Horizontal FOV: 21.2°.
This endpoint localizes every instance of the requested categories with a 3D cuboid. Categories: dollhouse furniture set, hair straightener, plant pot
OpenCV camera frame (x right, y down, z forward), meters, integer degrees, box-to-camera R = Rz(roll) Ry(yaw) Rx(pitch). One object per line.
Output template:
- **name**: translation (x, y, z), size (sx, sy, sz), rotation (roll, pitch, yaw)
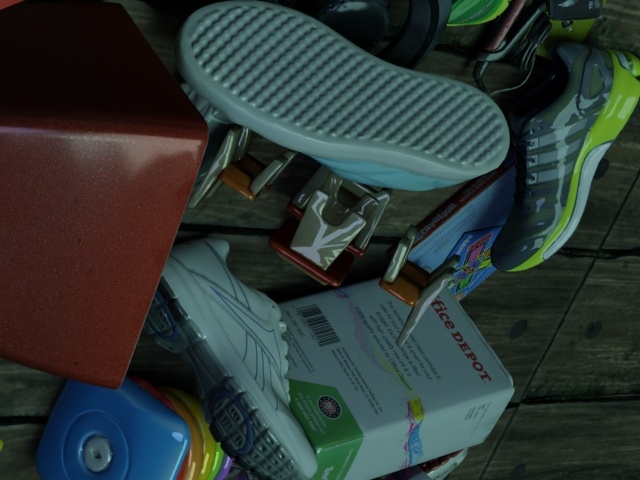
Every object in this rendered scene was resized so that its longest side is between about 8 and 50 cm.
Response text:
- **dollhouse furniture set**: translation (0.000, 0.000, 1.781), size (0.135, 0.262, 0.259), rotation (-57, 179, 13)
- **hair straightener**: translation (0.251, -0.250, 1.933), size (0.089, 0.047, 0.230), rotation (26, 99, -24)
- **plant pot**: translation (-0.282, -0.056, 1.489), size (0.235, 0.267, 0.267), rotation (6, 118, -30)

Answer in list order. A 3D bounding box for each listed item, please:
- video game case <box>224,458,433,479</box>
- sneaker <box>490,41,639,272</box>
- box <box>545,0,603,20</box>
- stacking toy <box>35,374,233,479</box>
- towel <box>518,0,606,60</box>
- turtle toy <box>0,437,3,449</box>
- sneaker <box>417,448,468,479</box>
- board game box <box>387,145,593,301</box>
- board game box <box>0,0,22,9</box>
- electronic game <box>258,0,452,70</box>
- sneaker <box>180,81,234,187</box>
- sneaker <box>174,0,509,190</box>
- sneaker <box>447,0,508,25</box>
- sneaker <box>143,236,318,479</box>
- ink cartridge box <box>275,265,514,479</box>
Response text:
- **video game case**: translation (-0.008, 0.285, 2.021), size (0.210, 0.232, 0.042), rotation (-27, 135, -22)
- **sneaker**: translation (0.264, -0.104, 2.032), size (0.121, 0.111, 0.300), rotation (20, 100, -21)
- **box**: translation (0.254, -0.368, 1.746), size (0.056, 0.183, 0.231), rotation (-2, 126, 0)
- **stacking toy**: translation (-0.159, 0.228, 1.928), size (0.302, 0.175, 0.166), rotation (2, 117, -59)
- **towel**: translation (0.322, -0.315, 1.989), size (0.102, 0.021, 0.237), rotation (14, 112, -46)
- **turtle toy**: translation (-0.391, 0.201, 1.735), size (0.130, 0.066, 0.095), rotation (-41, 117, -4)
- **sneaker**: translation (0.101, 0.324, 2.254), size (0.225, 0.088, 0.093), rotation (-36, 132, 9)
- **board game box**: translation (0.214, -0.027, 2.124), size (0.281, 0.027, 0.145), rotation (-39, 138, -10)
- **board game box**: translation (-0.238, -0.285, 1.336), size (0.316, 0.242, 0.064), rotation (-26, 136, -23)
- **electronic game**: translation (0.025, -0.223, 1.739), size (0.229, 0.048, 0.229), rotation (-14, 142, -11)
- **sneaker**: translation (-0.132, -0.103, 1.734), size (0.053, 0.061, 0.152), rotation (-20, 153, -39)
- **sneaker**: translation (0.002, -0.121, 1.711), size (0.365, 0.150, 0.135), rotation (21, 64, -24)
- **sneaker**: translation (0.149, -0.339, 1.744), size (0.123, 0.109, 0.296), rotation (-24, 135, -29)
- **sneaker**: translation (-0.079, 0.122, 1.809), size (0.129, 0.297, 0.111), rotation (-30, 178, -35)
- **ink cartridge box**: translation (0.050, 0.161, 1.970), size (0.278, 0.201, 0.117), rotation (-13, 144, -31)
